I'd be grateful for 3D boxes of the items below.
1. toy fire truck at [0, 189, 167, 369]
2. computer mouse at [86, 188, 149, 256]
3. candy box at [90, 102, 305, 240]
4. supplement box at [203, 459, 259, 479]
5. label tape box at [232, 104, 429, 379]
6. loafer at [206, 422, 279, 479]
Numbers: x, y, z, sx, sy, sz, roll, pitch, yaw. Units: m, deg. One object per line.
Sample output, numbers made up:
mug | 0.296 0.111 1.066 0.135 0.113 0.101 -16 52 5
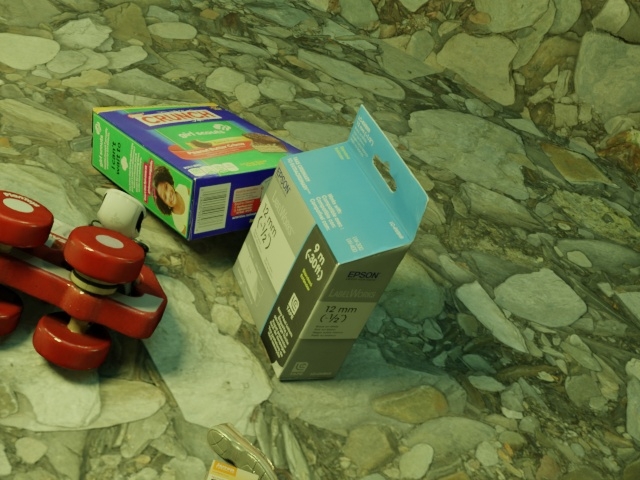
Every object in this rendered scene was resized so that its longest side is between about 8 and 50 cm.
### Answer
toy fire truck | -0.353 0.033 1.062 0.302 0.169 0.254 22 15 -6
computer mouse | -0.306 -0.022 1.152 0.106 0.193 0.042 28 67 -5
candy box | -0.209 -0.137 1.351 0.268 0.122 0.317 -14 35 -43
supplement box | -0.115 0.318 0.910 0.062 0.036 0.098 21 33 -6
label tape box | 0.000 0.000 1.141 0.115 0.347 0.249 3 39 -29
loafer | -0.090 0.277 0.980 0.125 0.045 0.039 37 28 23
